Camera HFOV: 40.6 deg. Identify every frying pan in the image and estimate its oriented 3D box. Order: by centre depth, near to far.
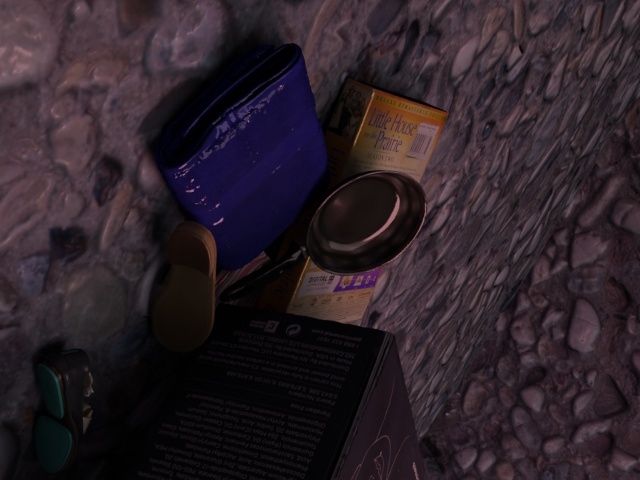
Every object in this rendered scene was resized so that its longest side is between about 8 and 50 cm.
[{"bbox_3d":[0.018,0.012,1.308,0.326,0.053,0.197,-40,135,11],"label":"frying pan"}]

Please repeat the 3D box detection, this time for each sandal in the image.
[{"bbox_3d":[-0.169,0.052,1.172,0.079,0.088,0.240,-64,173,-46],"label":"sandal"}]

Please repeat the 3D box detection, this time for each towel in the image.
[{"bbox_3d":[-0.095,-0.103,1.140,0.228,0.076,0.308,-43,155,-13],"label":"towel"},{"bbox_3d":[-0.121,0.084,1.372,0.144,0.029,0.197,-52,157,-8],"label":"towel"}]

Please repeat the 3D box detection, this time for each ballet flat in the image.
[{"bbox_3d":[-0.320,0.214,1.101,0.074,0.074,0.203,-32,145,-45],"label":"ballet flat"}]

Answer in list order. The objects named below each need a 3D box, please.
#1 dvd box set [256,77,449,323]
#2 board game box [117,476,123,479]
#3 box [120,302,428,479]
[{"bbox_3d":[0.058,-0.048,1.458,0.308,0.062,0.420,-3,118,-61],"label":"dvd box set"},{"bbox_3d":[-0.334,0.461,1.416,0.141,0.048,0.170,-19,138,-58],"label":"board game box"},{"bbox_3d":[-0.062,0.432,1.267,0.479,0.297,0.471,74,31,-44],"label":"box"}]
